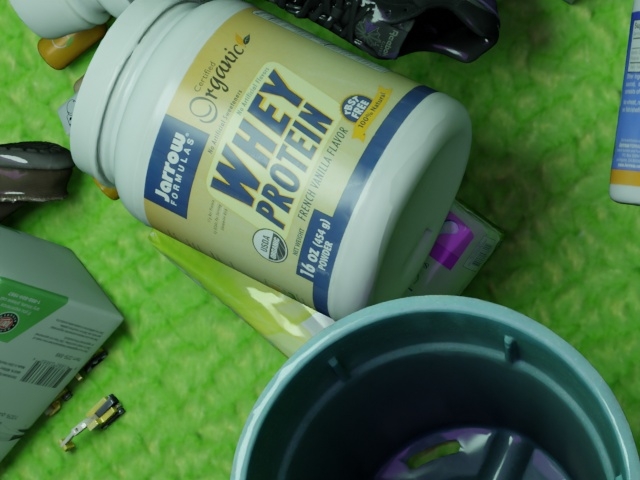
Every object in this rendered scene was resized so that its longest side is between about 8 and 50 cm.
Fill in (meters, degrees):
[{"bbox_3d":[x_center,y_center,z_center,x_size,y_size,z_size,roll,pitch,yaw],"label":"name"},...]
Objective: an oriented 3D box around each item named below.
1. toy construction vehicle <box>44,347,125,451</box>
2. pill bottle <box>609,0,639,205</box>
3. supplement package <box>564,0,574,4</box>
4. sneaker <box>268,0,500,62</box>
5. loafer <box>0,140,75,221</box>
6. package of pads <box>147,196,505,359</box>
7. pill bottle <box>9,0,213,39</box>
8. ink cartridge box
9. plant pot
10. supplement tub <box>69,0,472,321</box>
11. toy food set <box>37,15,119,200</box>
[{"bbox_3d":[-0.257,0.165,1.886,0.098,0.035,0.086,-39,79,13],"label":"toy construction vehicle"},{"bbox_3d":[0.358,-0.161,1.644,0.152,0.152,0.272,8,91,16],"label":"pill bottle"},{"bbox_3d":[0.188,-0.321,1.718,0.179,0.105,0.105,34,98,14],"label":"supplement package"},{"bbox_3d":[0.034,-0.228,1.605,0.283,0.107,0.124,4,50,-18],"label":"sneaker"},{"bbox_3d":[-0.412,-0.021,1.895,0.365,0.134,0.130,-12,91,26],"label":"loafer"},{"bbox_3d":[0.000,0.000,1.776,0.296,0.101,0.229,37,99,14],"label":"package of pads"},{"bbox_3d":[-0.130,-0.329,1.728,0.361,0.204,0.204,-15,86,15],"label":"pill bottle"},{"bbox_3d":[-0.378,0.128,1.821,0.289,0.211,0.121,-48,59,11],"label":"ink cartridge box"},{"bbox_3d":[0.118,0.257,1.593,0.341,0.334,0.341,-3,72,9],"label":"plant pot"},{"bbox_3d":[-0.046,-0.083,1.622,0.316,0.228,0.228,26,97,15],"label":"supplement tub"},{"bbox_3d":[-0.198,-0.144,1.822,0.104,0.111,0.232,-38,49,13],"label":"toy food set"}]
